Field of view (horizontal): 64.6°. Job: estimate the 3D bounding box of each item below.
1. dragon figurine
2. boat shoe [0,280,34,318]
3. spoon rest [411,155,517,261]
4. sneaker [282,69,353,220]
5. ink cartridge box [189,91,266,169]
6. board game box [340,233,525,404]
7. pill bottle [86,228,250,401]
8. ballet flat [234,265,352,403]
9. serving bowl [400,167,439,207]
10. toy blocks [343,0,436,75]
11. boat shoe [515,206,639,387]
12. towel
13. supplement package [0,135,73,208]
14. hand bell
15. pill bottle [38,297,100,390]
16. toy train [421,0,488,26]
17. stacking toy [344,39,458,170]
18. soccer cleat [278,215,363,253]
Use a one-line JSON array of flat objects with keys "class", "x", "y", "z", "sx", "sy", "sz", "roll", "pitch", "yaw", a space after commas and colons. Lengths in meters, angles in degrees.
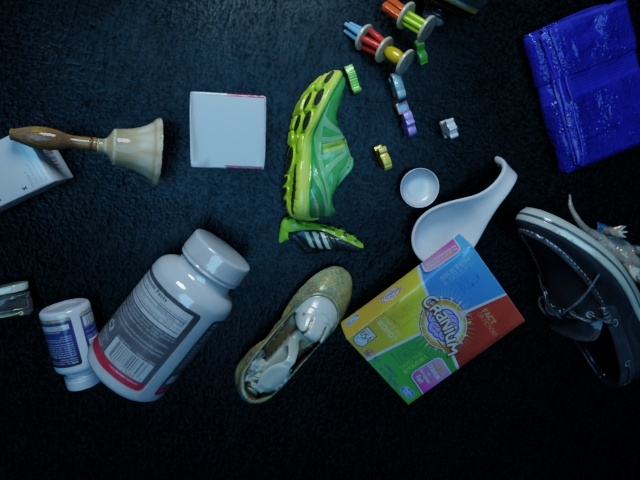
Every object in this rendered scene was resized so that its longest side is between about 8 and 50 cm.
[{"class": "dragon figurine", "x": 0.637, "y": 0.013, "z": 1.118, "sx": 0.289, "sy": 0.144, "sz": 0.085, "roll": 34, "pitch": 98, "yaw": 7}, {"class": "boat shoe", "x": -0.684, "y": 0.139, "z": 0.987, "sx": 0.228, "sy": 0.081, "sz": 0.068, "roll": -14, "pitch": 99, "yaw": -7}, {"class": "spoon rest", "x": 0.307, "y": -0.058, "z": 1.065, "sx": 0.137, "sy": 0.084, "sz": 0.276, "roll": 42, "pitch": 93, "yaw": -13}, {"class": "sneaker", "x": 0.004, "y": -0.184, "z": 1.006, "sx": 0.124, "sy": 0.109, "sz": 0.295, "roll": 6, "pitch": 100, "yaw": -32}, {"class": "ink cartridge box", "x": -0.165, "y": -0.202, "z": 0.931, "sx": 0.128, "sy": 0.176, "sz": 0.127, "roll": 1, "pitch": 104, "yaw": -6}, {"class": "board game box", "x": 0.240, "y": 0.174, "z": 1.085, "sx": 0.316, "sy": 0.064, "sz": 0.242, "roll": -39, "pitch": 113, "yaw": 7}, {"class": "pill bottle", "x": -0.285, "y": 0.139, "z": 0.987, "sx": 0.176, "sy": 0.176, "sz": 0.318, "roll": 39, "pitch": 95, "yaw": -13}, {"class": "ballet flat", "x": -0.050, "y": 0.206, "z": 1.062, "sx": 0.123, "sy": 0.123, "sz": 0.348, "roll": 42, "pitch": 94, "yaw": -13}, {"class": "serving bowl", "x": 0.206, "y": -0.112, "z": 1.070, "sx": 0.083, "sy": 0.027, "sz": 0.083, "roll": -1, "pitch": 102, "yaw": -6}, {"class": "toy blocks", "x": 0.125, "y": -0.404, "z": 0.962, "sx": 0.148, "sy": 0.054, "sz": 0.123, "roll": 38, "pitch": 107, "yaw": 16}, {"class": "boat shoe", "x": 0.565, "y": 0.134, "z": 1.089, "sx": 0.156, "sy": 0.187, "sz": 0.500, "roll": -43, "pitch": 109, "yaw": -3}, {"class": "towel", "x": 0.567, "y": -0.316, "z": 1.046, "sx": 0.228, "sy": 0.076, "sz": 0.308, "roll": -22, "pitch": 103, "yaw": -1}, {"class": "supplement package", "x": -0.579, "y": -0.120, "z": 0.933, "sx": 0.179, "sy": 0.105, "sz": 0.105, "roll": -26, "pitch": 104, "yaw": -1}, {"class": "hand bell", "x": -0.411, "y": -0.172, "z": 0.899, "sx": 0.242, "sy": 0.126, "sz": 0.126, "roll": 3, "pitch": 102, "yaw": -25}, {"class": "pill bottle", "x": -0.494, "y": 0.210, "z": 1.018, "sx": 0.094, "sy": 0.094, "sz": 0.169, "roll": -10, "pitch": 102, "yaw": -5}, {"class": "toy train", "x": 0.284, "y": -0.555, "z": 0.903, "sx": 0.142, "sy": 0.190, "sz": 0.333, "roll": 22, "pitch": 98, "yaw": -11}, {"class": "stacking toy", "x": 0.164, "y": -0.273, "z": 1.019, "sx": 0.167, "sy": 0.052, "sz": 0.221, "roll": -23, "pitch": 103, "yaw": -2}, {"class": "soccer cleat", "x": 0.000, "y": 0.000, "z": 1.058, "sx": 0.179, "sy": 0.060, "sz": 0.072, "roll": 18, "pitch": 109, "yaw": -4}]
